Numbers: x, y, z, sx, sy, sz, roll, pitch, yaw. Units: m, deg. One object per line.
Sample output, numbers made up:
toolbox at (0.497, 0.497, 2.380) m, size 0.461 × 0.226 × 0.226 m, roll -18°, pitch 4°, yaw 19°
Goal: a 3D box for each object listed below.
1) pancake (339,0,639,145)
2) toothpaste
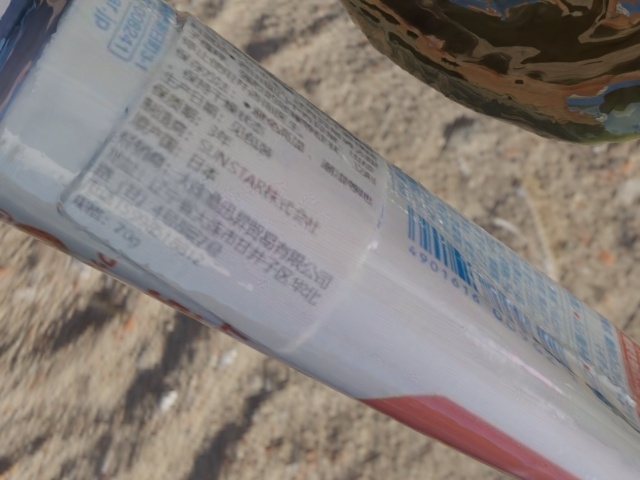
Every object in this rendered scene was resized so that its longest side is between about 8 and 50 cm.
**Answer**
pancake at (0.092, -0.138, 0.500) m, size 0.050 × 0.242 × 0.242 m, roll 26°, pitch 96°, yaw -49°
toothpaste at (0.000, 0.000, 0.363) m, size 0.234 × 0.089 × 0.057 m, roll 29°, pitch 113°, yaw -15°
